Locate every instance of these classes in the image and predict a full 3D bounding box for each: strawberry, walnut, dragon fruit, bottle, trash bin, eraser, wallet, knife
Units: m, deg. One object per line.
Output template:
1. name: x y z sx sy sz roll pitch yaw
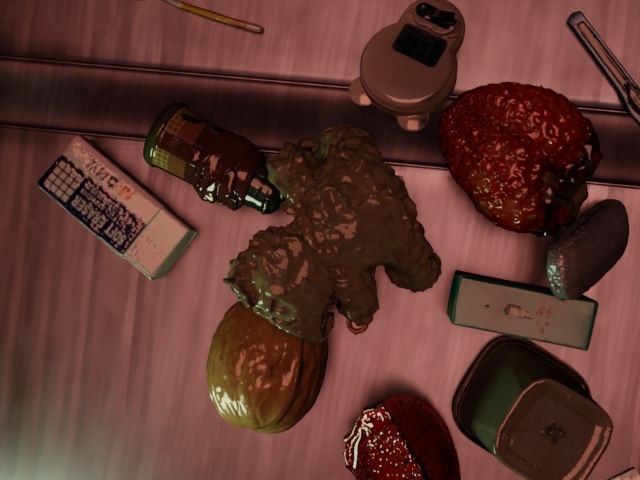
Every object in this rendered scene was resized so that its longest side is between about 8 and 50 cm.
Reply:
1. strawberry: 0.340 -0.149 1.577 0.288 0.238 0.250 25 89 17
2. walnut: -0.094 0.218 1.624 0.225 0.225 0.261 11 85 5
3. dragon fruit: 0.161 0.399 1.641 0.189 0.163 0.262 -30 91 -24
4. bottle: -0.185 -0.141 1.668 0.271 0.143 0.156 29 48 7
5. trash bin: 0.372 0.308 1.565 0.219 0.250 0.220 30 92 -2
6. eraser: -0.385 -0.062 1.708 0.287 0.086 0.130 39 93 4
7. wallet: 0.561 0.460 1.667 0.083 0.011 0.044 -29 88 5
8. knife: 0.551 -0.301 1.657 0.044 0.026 0.296 -37 88 16

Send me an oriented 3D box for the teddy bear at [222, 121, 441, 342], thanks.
1. teddy bear: 0.000 0.000 1.567 0.367 0.224 0.357 -31 91 -8

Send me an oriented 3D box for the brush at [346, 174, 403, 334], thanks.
1. brush: 0.091 0.026 1.704 0.090 0.017 0.314 9 92 5

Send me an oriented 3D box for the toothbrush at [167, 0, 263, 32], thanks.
1. toothbrush: -0.248 -0.445 1.727 0.288 0.021 0.024 19 103 5

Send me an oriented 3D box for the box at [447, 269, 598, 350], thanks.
1. box: 0.357 0.122 1.612 0.244 0.153 0.092 11 92 6

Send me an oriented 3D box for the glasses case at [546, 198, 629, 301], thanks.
1. glasses case: 0.471 0.013 1.559 0.067 0.282 0.109 3 114 39

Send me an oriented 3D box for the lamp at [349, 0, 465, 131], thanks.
1. lamp: 0.173 -0.330 1.649 0.179 0.108 0.246 30 86 8
